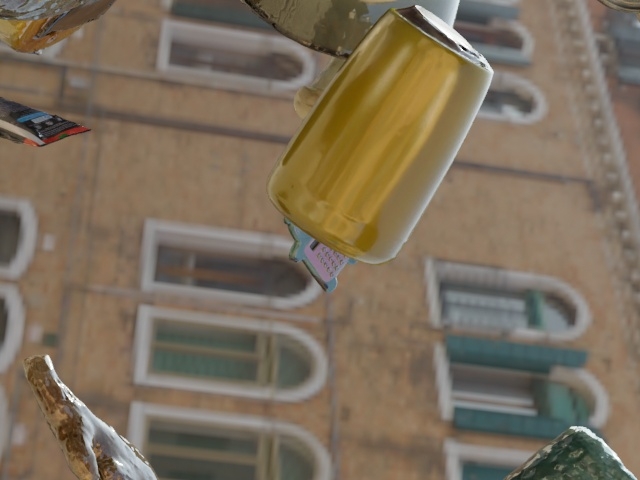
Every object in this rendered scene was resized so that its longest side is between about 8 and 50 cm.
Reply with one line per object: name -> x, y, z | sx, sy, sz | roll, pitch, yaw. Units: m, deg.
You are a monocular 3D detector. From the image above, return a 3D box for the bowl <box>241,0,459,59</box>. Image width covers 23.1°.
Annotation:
bowl -> 0.051, -0.423, 2.160 | 0.354, 0.354, 0.185 | -92, -160, -47

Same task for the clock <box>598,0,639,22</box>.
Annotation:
clock -> 0.407, -0.369, 2.007 | 0.063, 0.155, 0.229 | -57, 133, -50

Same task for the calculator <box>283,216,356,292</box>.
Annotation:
calculator -> 0.000, 0.000, 1.948 | 0.019, 0.141, 0.094 | 20, -117, 45

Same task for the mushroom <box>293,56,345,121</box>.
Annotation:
mushroom -> 0.044, -0.265, 2.370 | 0.223, 0.081, 0.092 | -49, -160, -7

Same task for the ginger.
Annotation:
ginger -> -0.280, 0.297, 2.068 | 0.333, 0.080, 0.166 | 61, 0, -32

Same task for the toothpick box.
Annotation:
toothpick box -> 0.074, -0.124, 1.759 | 0.271, 0.175, 0.175 | -58, -165, 13

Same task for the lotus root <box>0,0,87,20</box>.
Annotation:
lotus root -> -0.300, -0.314, 1.601 | 0.349, 0.175, 0.175 | -35, 140, -63

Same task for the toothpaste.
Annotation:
toothpaste -> -0.343, -0.132, 1.752 | 0.193, 0.071, 0.045 | 18, -59, 40

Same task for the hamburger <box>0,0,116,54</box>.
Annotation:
hamburger -> -0.349, -0.383, 2.059 | 0.294, 0.179, 0.276 | -37, 179, 35

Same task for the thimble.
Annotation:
thimble -> 0.266, 0.300, 1.559 | 0.198, 0.143, 0.235 | 55, -4, 3
